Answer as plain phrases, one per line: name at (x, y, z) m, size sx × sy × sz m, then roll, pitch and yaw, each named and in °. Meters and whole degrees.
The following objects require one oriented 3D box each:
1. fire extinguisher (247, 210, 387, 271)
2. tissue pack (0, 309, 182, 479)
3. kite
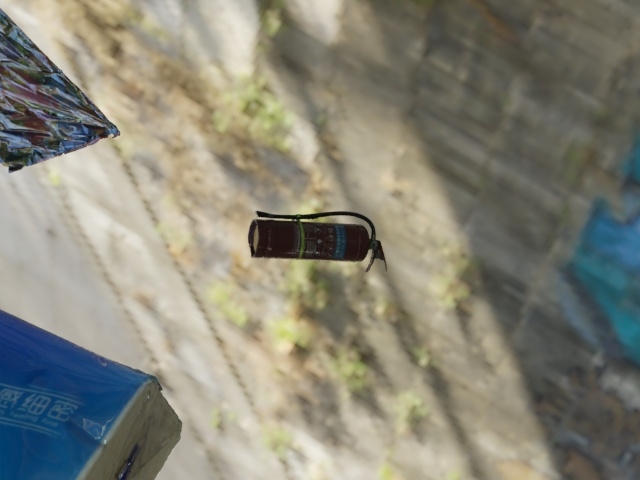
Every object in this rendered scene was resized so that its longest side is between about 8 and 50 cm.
fire extinguisher at (0.000, 0.000, 1.604) m, size 0.039 × 0.132 × 0.056 m, roll -169°, pitch 82°, yaw -72°
tissue pack at (-0.257, 0.128, 1.137) m, size 0.209 × 0.269 × 0.137 m, roll -57°, pitch -22°, yaw -27°
kite at (-0.264, -0.132, 1.544) m, size 0.232 × 0.189 × 0.009 m, roll 101°, pitch -170°, yaw -50°
